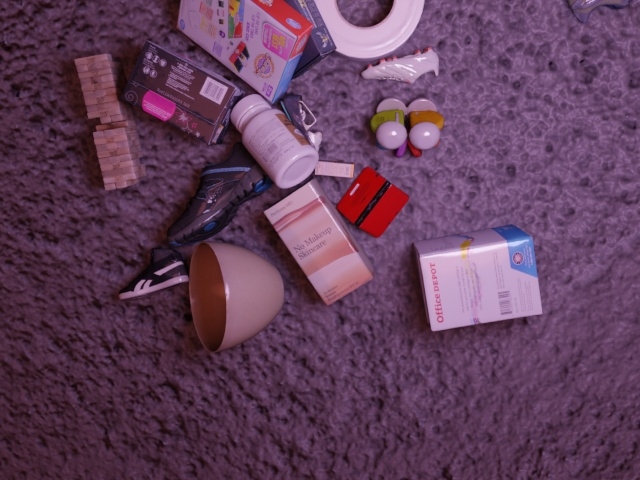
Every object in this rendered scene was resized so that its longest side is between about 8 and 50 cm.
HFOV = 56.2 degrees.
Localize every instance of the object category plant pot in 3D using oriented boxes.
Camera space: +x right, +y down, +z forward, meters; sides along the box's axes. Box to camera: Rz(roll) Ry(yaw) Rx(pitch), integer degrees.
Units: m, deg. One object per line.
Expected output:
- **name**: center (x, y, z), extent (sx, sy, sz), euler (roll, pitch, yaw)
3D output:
- **plant pot**: center (-0.207, 0.137, 1.561), extent (0.191, 0.284, 0.283), euler (-4, 102, -29)

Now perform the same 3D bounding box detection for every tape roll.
- **tape roll**: center (0.107, -0.585, 1.466), extent (0.287, 0.100, 0.285), euler (1, 101, 4)

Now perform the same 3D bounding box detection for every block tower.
- **block tower**: center (-0.542, -0.307, 1.568), extent (0.091, 0.097, 0.335), euler (-9, 102, 6)

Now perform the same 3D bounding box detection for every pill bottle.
- **pill bottle**: center (-0.120, -0.252, 1.494), extent (0.131, 0.131, 0.229), euler (-43, 70, 10)

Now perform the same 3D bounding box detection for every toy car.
- **toy car**: center (0.215, -0.271, 1.509), extent (0.182, 0.159, 0.136), euler (1, 137, 3)

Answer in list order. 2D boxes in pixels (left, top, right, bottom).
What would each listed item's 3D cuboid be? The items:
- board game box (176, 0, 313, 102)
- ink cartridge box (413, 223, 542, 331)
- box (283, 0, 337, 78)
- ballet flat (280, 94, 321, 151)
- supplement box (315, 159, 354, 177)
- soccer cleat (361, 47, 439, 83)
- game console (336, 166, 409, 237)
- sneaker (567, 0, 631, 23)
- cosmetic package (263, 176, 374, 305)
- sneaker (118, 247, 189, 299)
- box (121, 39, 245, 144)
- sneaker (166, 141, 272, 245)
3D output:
- **board game box**: center (-0.190, -0.511, 1.429), extent (0.317, 0.242, 0.064), euler (39, 58, 1)
- **ink cartridge box**: center (0.388, 0.090, 1.522), extent (0.270, 0.197, 0.198), euler (-10, 100, 6)
- **box**: center (-0.075, -0.527, 1.450), extent (0.059, 0.183, 0.232), euler (-32, 100, -30)
- **ballet flat**: center (-0.037, -0.284, 1.549), extent (0.074, 0.074, 0.203), euler (-21, 96, 8)
- **supplement box**: center (0.037, -0.188, 1.564), extent (0.099, 0.062, 0.036), euler (6, 102, 4)
- **soccer cleat**: center (0.202, -0.426, 1.507), extent (0.197, 0.068, 0.076), euler (-13, 102, 4)
- **game console**: center (0.139, -0.102, 1.598), extent (0.124, 0.085, 0.144), euler (42, 102, 27)
- **sneaker**: center (0.725, -0.621, 1.423), extent (0.300, 0.111, 0.121), euler (-21, 109, 13)
- **cosmetic package**: center (0.000, 0.000, 1.568), extent (0.153, 0.129, 0.296), euler (-34, 96, 10)
- **sneaker**: center (-0.466, 0.085, 1.653), extent (0.217, 0.079, 0.121), euler (-17, 80, 16)
- **box**: center (-0.339, -0.370, 1.517), extent (0.247, 0.142, 0.163), euler (28, 100, -2)
- **sneaker**: center (-0.280, -0.116, 1.587), extent (0.341, 0.125, 0.139), euler (-38, 78, 5)
